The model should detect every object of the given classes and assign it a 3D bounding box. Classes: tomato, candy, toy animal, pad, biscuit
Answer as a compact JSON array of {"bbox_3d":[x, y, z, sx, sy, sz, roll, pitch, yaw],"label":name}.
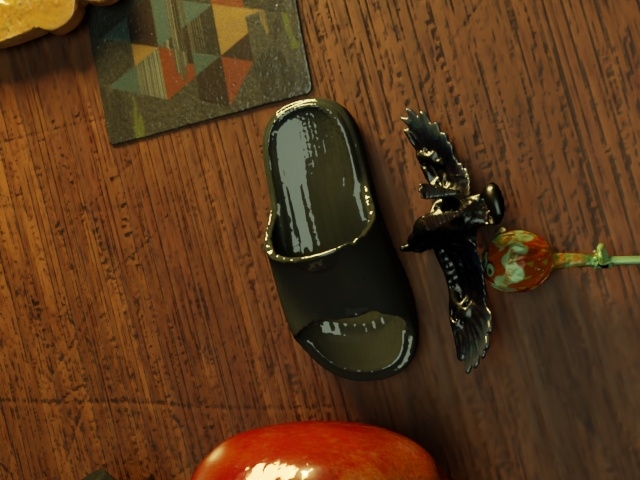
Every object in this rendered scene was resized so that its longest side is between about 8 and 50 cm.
[{"bbox_3d":[0.020,0.207,0.720,0.200,0.139,0.233,-10,129,48],"label":"tomato"},{"bbox_3d":[0.213,0.014,0.705,0.185,0.049,0.055,-1,47,16],"label":"candy"},{"bbox_3d":[0.098,-0.012,0.723,0.062,0.108,0.220,-9,71,-8],"label":"toy animal"},{"bbox_3d":[-0.115,-0.176,0.849,0.211,0.003,0.143,-12,87,21],"label":"pad"},{"bbox_3d":[-0.259,-0.262,0.888,0.250,0.035,0.162,-35,74,18],"label":"biscuit"}]

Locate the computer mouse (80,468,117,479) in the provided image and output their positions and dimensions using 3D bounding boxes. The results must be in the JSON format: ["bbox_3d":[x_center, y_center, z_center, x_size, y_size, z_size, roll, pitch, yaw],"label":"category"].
[{"bbox_3d":[-0.143,0.307,0.829,0.264,0.088,0.147,36,122,17],"label":"computer mouse"}]

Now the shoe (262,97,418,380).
[{"bbox_3d":[0.000,0.000,0.761,0.108,0.093,0.241,-16,84,20],"label":"shoe"}]
